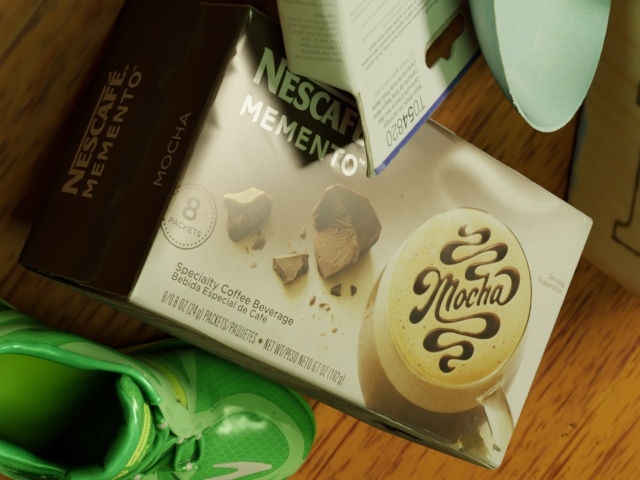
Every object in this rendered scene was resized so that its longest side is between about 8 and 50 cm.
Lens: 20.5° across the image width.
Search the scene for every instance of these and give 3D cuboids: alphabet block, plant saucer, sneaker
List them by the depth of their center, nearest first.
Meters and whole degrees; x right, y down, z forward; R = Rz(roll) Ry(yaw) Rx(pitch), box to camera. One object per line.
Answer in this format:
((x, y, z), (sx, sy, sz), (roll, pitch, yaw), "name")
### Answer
((0.121, -0.160, 1.014), (0.195, 0.037, 0.195), (-23, 116, -60), "plant saucer")
((-0.122, 0.108, 1.017), (0.295, 0.123, 0.109), (17, 104, -36), "sneaker")
((0.297, -0.052, 1.139), (0.192, 0.197, 0.193), (-9, 118, -27), "alphabet block")

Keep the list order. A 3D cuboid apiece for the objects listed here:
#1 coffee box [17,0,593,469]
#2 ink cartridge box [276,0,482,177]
((0.000, 0.000, 1.015), (0.297, 0.119, 0.168), (29, 80, -38), "coffee box")
((0.039, -0.182, 0.943), (0.223, 0.045, 0.224), (-49, 137, -48), "ink cartridge box")
